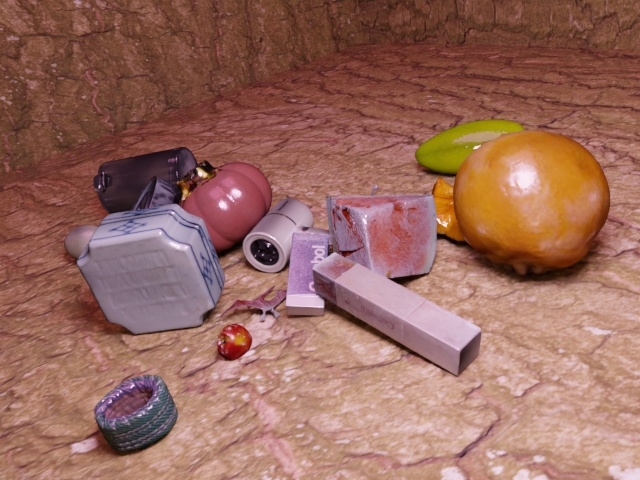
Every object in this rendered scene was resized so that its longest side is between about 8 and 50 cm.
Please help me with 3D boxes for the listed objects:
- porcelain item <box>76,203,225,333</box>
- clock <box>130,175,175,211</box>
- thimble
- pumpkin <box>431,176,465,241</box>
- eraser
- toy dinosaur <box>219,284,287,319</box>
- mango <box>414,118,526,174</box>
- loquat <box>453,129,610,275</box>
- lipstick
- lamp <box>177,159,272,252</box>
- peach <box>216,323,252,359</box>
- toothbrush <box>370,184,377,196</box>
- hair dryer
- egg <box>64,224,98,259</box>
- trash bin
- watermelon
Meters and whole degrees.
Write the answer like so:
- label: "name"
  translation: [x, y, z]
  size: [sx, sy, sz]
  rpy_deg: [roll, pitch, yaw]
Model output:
- label: "porcelain item"
  translation: [-0.386, 0.066, 1.321]
  size: [0.286, 0.281, 0.157]
  rpy_deg: [-10, 31, 10]
- label: "clock"
  translation: [-0.496, -0.029, 1.561]
  size: [0.062, 0.312, 0.312]
  rpy_deg: [25, 17, -25]
- label: "thimble"
  translation: [-0.340, 0.321, 1.043]
  size: [0.135, 0.090, 0.118]
  rpy_deg: [-29, 32, -26]
- label: "pumpkin"
  translation: [0.373, -0.082, 1.474]
  size: [0.291, 0.095, 0.258]
  rpy_deg: [14, 34, 34]
- label: "eraser"
  translation: [-0.030, 0.076, 1.320]
  size: [0.092, 0.046, 0.212]
  rpy_deg: [2, 51, 2]
- label: "toy dinosaur"
  translation: [-0.133, 0.149, 1.331]
  size: [0.220, 0.032, 0.108]
  rpy_deg: [-14, 24, -23]
- label: "mango"
  translation: [0.461, -0.285, 1.735]
  size: [0.344, 0.155, 0.192]
  rpy_deg: [-3, 29, 19]
- label: "loquat"
  translation: [0.451, -0.085, 1.228]
  size: [0.329, 0.328, 0.328]
  rpy_deg: [-10, 29, 5]
- label: "lipstick"
  translation: [0.142, 0.137, 1.137]
  size: [0.080, 0.076, 0.372]
  rpy_deg: [-33, 43, -33]
- label: "lamp"
  translation: [-0.286, -0.108, 1.587]
  size: [0.305, 0.239, 0.305]
  rpy_deg: [-36, 18, 13]
- label: "peach"
  translation: [-0.179, 0.218, 1.211]
  size: [0.050, 0.077, 0.083]
  rpy_deg: [-3, -14, 26]
- label: "toothbrush"
  translation: [0.162, -0.134, 1.736]
  size: [0.014, 0.011, 0.167]
  rpy_deg: [1, 31, 12]
- label: "hair dryer"
  translation: [0.000, 0.000, 1.474]
  size: [0.363, 0.128, 0.203]
  rpy_deg: [9, 34, 20]
- label: "egg"
  translation: [-0.711, 0.008, 1.725]
  size: [0.152, 0.114, 0.114]
  rpy_deg: [2, 32, 18]
- label: "trash bin"
  translation: [-0.591, -0.200, 1.961]
  size: [0.302, 0.202, 0.252]
  rpy_deg: [-8, -11, 11]
- label: "watermelon"
  translation: [0.146, -0.018, 1.299]
  size: [0.262, 0.212, 0.201]
  rpy_deg: [-7, -1, 5]
